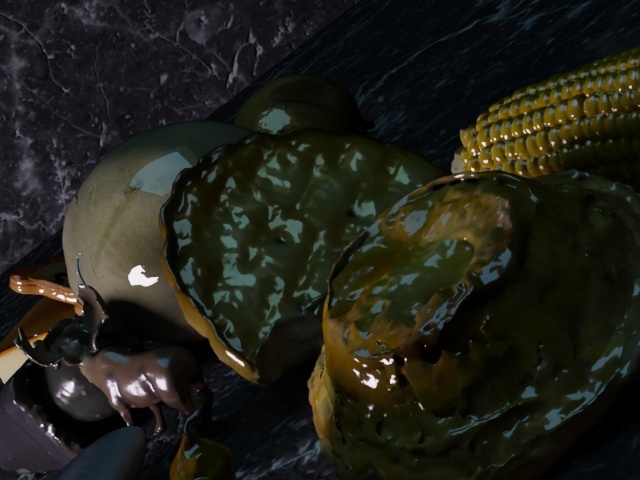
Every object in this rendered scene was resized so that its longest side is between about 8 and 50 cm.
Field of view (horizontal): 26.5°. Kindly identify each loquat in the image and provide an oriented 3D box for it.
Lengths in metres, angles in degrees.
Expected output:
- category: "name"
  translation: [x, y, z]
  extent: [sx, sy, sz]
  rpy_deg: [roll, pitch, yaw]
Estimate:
- category: "loquat"
  translation: [-0.022, -0.123, 1.812]
  extent: [0.213, 0.213, 0.213]
  rpy_deg: [-34, 15, 11]

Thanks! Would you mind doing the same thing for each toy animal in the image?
- category: "toy animal"
  translation: [-0.209, 0.137, 1.439]
  extent: [0.214, 0.186, 0.094]
  rpy_deg: [-12, 24, 39]

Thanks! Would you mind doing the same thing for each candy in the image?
- category: "candy"
  translation: [-0.240, 0.269, 1.349]
  extent: [0.138, 0.071, 0.174]
  rpy_deg: [-43, 12, 27]

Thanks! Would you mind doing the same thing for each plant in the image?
- category: "plant"
  translation: [-0.301, 0.188, 1.613]
  extent: [0.256, 0.142, 0.164]
  rpy_deg: [-39, 10, 39]

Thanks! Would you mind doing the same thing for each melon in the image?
- category: "melon"
  translation: [-0.166, -0.008, 1.658]
  extent: [0.330, 0.268, 0.268]
  rpy_deg: [-22, 21, 35]

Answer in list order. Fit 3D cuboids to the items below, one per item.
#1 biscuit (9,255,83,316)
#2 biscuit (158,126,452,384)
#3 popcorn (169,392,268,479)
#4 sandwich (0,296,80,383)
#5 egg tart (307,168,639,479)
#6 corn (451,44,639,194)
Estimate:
- category: "biscuit"
  translation: [-0.292, 0.066, 1.870]
  extent: [0.250, 0.036, 0.165]
  rpy_deg: [17, 20, 25]
- category: "biscuit"
  translation: [0.000, 0.000, 1.426]
  extent: [0.335, 0.078, 0.329]
  rpy_deg: [-12, 50, -4]
- category: "popcorn"
  translation: [-0.096, 0.236, 0.989]
  extent: [0.195, 0.173, 0.168]
  rpy_deg: [-40, 2, -33]
- category: "sandwich"
  translation: [-0.345, 0.126, 1.941]
  extent: [0.220, 0.108, 0.186]
  rpy_deg: [-22, 21, 42]
- category: "egg tart"
  translation: [0.109, 0.048, 1.045]
  extent: [0.341, 0.129, 0.341]
  rpy_deg: [-31, 28, 18]
- category: "corn"
  translation: [0.285, -0.103, 1.198]
  extent: [0.387, 0.144, 0.144]
  rpy_deg: [-16, 25, 41]
